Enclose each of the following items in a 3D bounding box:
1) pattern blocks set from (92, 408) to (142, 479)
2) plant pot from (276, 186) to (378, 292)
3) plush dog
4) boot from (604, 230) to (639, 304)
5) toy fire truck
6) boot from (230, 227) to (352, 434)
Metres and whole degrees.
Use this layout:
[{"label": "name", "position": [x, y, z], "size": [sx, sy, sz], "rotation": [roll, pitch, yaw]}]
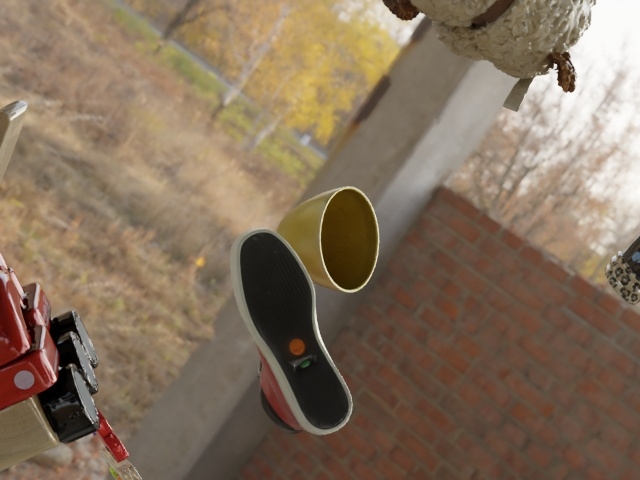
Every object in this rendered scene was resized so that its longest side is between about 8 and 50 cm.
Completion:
[{"label": "pattern blocks set", "position": [-0.255, 0.383, 1.513], "size": [0.325, 0.026, 0.285], "rotation": [57, -19, -2]}, {"label": "plant pot", "position": [0.000, 0.000, 1.349], "size": [0.095, 0.134, 0.134], "rotation": [-2, -18, 36]}, {"label": "plush dog", "position": [0.192, -0.282, 1.176], "size": [0.225, 0.262, 0.211], "rotation": [24, 47, -30]}, {"label": "boot", "position": [0.479, -0.008, 1.445], "size": [0.085, 0.178, 0.236], "rotation": [47, 21, 5]}, {"label": "toy fire truck", "position": [-0.263, 0.034, 0.842], "size": [0.217, 0.158, 0.246], "rotation": [-131, -162, -72]}, {"label": "boot", "position": [-0.057, 0.112, 1.228], "size": [0.244, 0.088, 0.176], "rotation": [69, -20, 3]}]
